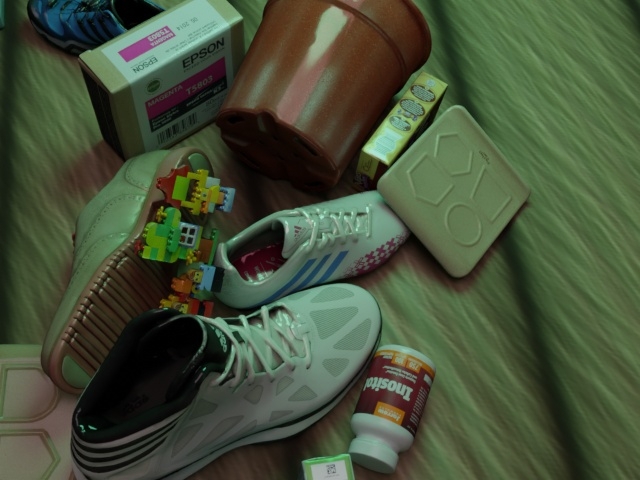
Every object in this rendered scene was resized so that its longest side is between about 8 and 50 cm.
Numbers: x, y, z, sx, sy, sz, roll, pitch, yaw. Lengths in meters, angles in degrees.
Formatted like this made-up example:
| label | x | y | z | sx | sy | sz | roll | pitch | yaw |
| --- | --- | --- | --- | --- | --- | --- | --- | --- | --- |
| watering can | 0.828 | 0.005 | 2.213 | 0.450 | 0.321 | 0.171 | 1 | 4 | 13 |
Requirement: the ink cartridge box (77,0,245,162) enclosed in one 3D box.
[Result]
| label | x | y | z | sx | sy | sz | roll | pitch | yaw |
| --- | --- | --- | --- | --- | --- | --- | --- | --- | --- |
| ink cartridge box | -0.228 | -0.243 | 1.180 | 0.235 | 0.193 | 0.088 | -35 | 70 | -20 |

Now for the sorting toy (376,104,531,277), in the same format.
| label | x | y | z | sx | sy | sz | roll | pitch | yaw |
| --- | --- | --- | --- | --- | --- | --- | --- | --- | --- |
| sorting toy | 0.203 | -0.075 | 1.175 | 0.193 | 0.038 | 0.208 | 48 | 64 | -8 |

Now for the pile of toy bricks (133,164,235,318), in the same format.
| label | x | y | z | sx | sy | sz | roll | pitch | yaw |
| --- | --- | --- | --- | --- | --- | --- | --- | --- | --- |
| pile of toy bricks | -0.188 | 0.007 | 1.003 | 0.105 | 0.118 | 0.212 | 12 | 91 | -29 |

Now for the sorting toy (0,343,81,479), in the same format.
| label | x | y | z | sx | sy | sz | roll | pitch | yaw |
| --- | --- | --- | --- | --- | --- | --- | --- | --- | --- |
| sorting toy | -0.278 | 0.243 | 1.008 | 0.307 | 0.041 | 0.229 | 2 | 61 | -10 |

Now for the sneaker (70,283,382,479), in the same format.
| label | x | y | z | sx | sy | sz | roll | pitch | yaw |
| --- | --- | --- | --- | --- | --- | --- | --- | --- | --- |
| sneaker | -0.084 | 0.149 | 0.925 | 0.448 | 0.257 | 0.169 | -28 | 70 | -25 |

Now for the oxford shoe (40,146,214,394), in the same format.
| label | x | y | z | sx | sy | sz | roll | pitch | yaw |
| --- | --- | --- | --- | --- | --- | --- | --- | --- | --- |
| oxford shoe | -0.283 | 0.032 | 1.074 | 0.147 | 0.140 | 0.397 | 4 | 48 | 25 |

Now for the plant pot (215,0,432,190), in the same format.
| label | x | y | z | sx | sy | sz | roll | pitch | yaw |
| --- | --- | --- | --- | --- | --- | --- | --- | --- | --- |
| plant pot | -0.009 | -0.235 | 1.170 | 0.273 | 0.272 | 0.265 | 24 | 71 | 8 |

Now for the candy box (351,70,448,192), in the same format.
| label | x | y | z | sx | sy | sz | roll | pitch | yaw |
| --- | --- | --- | --- | --- | --- | --- | --- | --- | --- |
| candy box | 0.123 | -0.163 | 1.210 | 0.053 | 0.109 | 0.186 | 31 | 64 | 9 |

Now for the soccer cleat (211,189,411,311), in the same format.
| label | x | y | z | sx | sy | sz | roll | pitch | yaw |
| --- | --- | --- | --- | --- | --- | --- | --- | --- | --- |
| soccer cleat | 0.000 | 0.000 | 1.095 | 0.331 | 0.143 | 0.116 | -24 | 66 | -16 |

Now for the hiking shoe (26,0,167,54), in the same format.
| label | x | y | z | sx | sy | sz | roll | pitch | yaw |
| --- | --- | --- | --- | --- | --- | --- | --- | --- | --- |
| hiking shoe | -0.341 | -0.367 | 1.271 | 0.304 | 0.132 | 0.113 | 18 | 62 | 5 |

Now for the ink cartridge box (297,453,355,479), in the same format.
| label | x | y | z | sx | sy | sz | roll | pitch | yaw |
| --- | --- | --- | --- | --- | --- | --- | --- | --- | --- |
| ink cartridge box | 0.021 | 0.370 | 0.919 | 0.062 | 0.109 | 0.209 | -8 | 63 | -8 |

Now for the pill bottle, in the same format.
| label | x | y | z | sx | sy | sz | roll | pitch | yaw |
| --- | --- | --- | --- | --- | --- | --- | --- | --- | --- |
| pill bottle | 0.091 | 0.220 | 1.017 | 0.086 | 0.086 | 0.152 | 20 | 62 | 6 |

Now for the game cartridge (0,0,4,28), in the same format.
| label | x | y | z | sx | sy | sz | roll | pitch | yaw |
| --- | --- | --- | --- | --- | --- | --- | --- | --- | --- |
| game cartridge | -0.693 | -0.415 | 1.317 | 0.297 | 0.062 | 0.198 | -8 | 59 | -9 |
